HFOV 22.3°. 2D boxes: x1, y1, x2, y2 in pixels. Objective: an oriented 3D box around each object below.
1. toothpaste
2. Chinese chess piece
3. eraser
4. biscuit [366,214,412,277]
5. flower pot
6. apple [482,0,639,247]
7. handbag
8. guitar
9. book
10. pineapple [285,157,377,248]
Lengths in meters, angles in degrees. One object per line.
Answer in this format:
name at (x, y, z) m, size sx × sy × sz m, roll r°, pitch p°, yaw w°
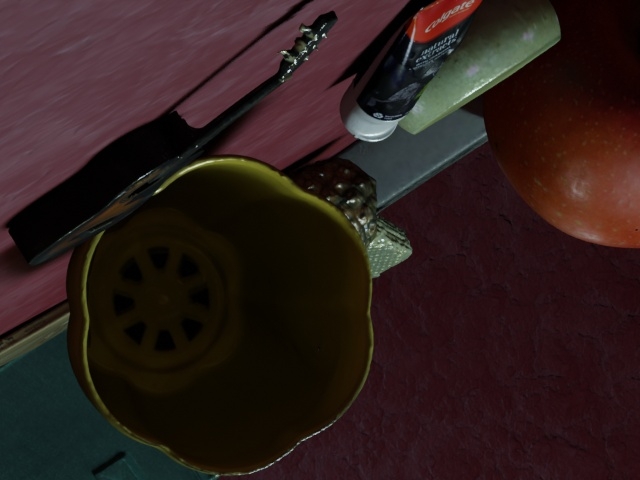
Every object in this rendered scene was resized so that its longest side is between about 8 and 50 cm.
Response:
toothpaste at (0.059, -0.121, 1.068) m, size 0.071 × 0.045 × 0.193 m, roll -32°, pitch 172°, yaw -26°
Chinese chess piece at (0.108, -0.137, 1.201) m, size 0.144 × 0.058 × 0.144 m, roll -32°, pitch 180°, yaw 0°
eraser at (0.065, -0.076, 1.786) m, size 0.352 × 0.077 × 0.111 m, roll -33°, pitch 179°, yaw 30°
biscuit at (0.000, 0.000, 1.732) m, size 0.121 × 0.041 × 0.199 m, roll -27°, pitch 148°, yaw 25°
flower pot at (-0.082, 0.046, 1.060) m, size 0.195 × 0.195 × 0.179 m, roll -32°, pitch -170°, yaw -17°
apple at (0.268, -0.119, 1.347) m, size 0.260 × 0.260 × 0.216 m, roll -32°, pitch 154°, yaw -12°
handbag at (-0.296, 0.242, 1.710) m, size 0.326 × 0.238 × 0.089 m, roll -33°, pitch -177°, yaw 13°
guitar at (-0.073, -0.053, 0.834) m, size 0.233 × 0.025 × 0.088 m, roll -35°, pitch 177°, yaw 37°
book at (-0.295, 0.106, 1.472) m, size 0.198 × 0.016 × 0.138 m, roll -31°, pitch 178°, yaw -42°
pineapple at (-0.039, -0.012, 1.551) m, size 0.197 × 0.108 × 0.108 m, roll -20°, pitch 172°, yaw -29°
